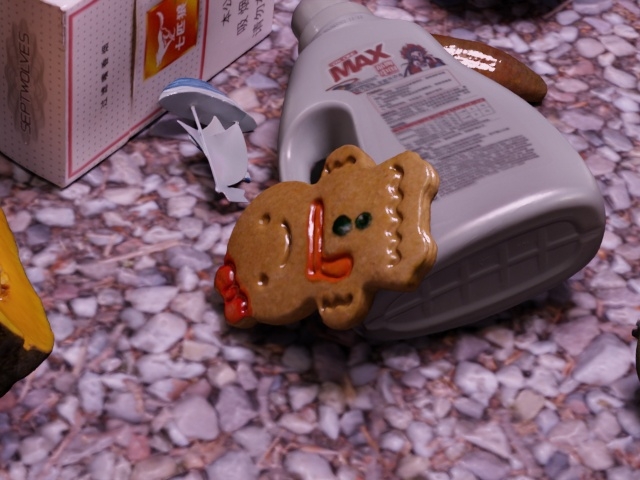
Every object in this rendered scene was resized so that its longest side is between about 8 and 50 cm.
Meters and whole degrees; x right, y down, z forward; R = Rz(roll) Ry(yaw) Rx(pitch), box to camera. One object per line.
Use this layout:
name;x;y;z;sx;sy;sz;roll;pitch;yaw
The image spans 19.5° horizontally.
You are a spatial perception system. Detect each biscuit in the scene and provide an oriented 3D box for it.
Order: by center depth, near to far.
biscuit;0.000;0.000;1.574;0.225;0.036;0.166;-12;64;35

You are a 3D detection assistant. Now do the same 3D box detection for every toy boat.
toy boat;-0.091;-0.099;1.760;0.105;0.034;0.149;-9;53;-50

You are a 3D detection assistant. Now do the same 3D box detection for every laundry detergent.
laundry detergent;0.062;-0.094;1.720;0.264;0.125;0.398;-24;49;-10

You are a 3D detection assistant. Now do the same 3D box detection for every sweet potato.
sweet potato;0.104;-0.184;1.876;0.255;0.058;0.078;15;27;11

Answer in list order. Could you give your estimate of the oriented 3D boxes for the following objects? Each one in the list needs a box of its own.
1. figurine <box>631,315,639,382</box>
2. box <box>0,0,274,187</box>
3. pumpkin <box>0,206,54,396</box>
figurine;0.305;0.137;1.527;0.141;0.166;0.250;7;51;33
box;-0.169;-0.223;1.762;0.095;0.210;0.330;30;47;23
pumpkin;-0.324;0.014;1.511;0.139;0.222;0.317;-33;50;-1
